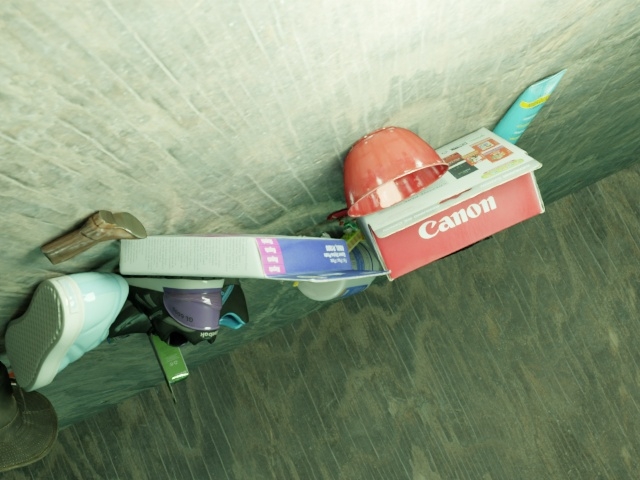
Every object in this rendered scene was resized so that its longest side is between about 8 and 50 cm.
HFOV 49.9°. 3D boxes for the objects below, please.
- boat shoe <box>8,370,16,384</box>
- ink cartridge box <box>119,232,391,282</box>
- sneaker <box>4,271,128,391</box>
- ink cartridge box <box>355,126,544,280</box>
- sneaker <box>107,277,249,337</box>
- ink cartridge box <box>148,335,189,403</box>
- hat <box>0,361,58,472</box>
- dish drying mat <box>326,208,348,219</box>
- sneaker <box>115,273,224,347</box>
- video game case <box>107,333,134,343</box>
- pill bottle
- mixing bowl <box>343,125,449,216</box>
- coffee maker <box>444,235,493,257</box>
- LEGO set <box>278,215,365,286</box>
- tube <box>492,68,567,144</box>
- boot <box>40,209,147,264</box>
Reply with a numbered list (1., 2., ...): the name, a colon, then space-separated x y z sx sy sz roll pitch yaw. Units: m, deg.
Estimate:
1. boat shoe: -0.652 0.288 1.578 0.137 0.049 0.043 -18 126 -21
2. ink cartridge box: -0.091 0.023 1.113 0.330 0.072 0.324 0 180 24
3. sneaker: -0.435 0.162 1.197 0.150 0.135 0.366 -11 164 -42
4. ink cartridge box: 0.229 -0.063 1.266 0.309 0.130 0.272 -24 -157 1
5. sneaker: -0.298 0.156 1.458 0.340 0.140 0.125 -15 168 -37
6. ink cartridge box: -0.418 0.349 1.937 0.062 0.209 0.109 -20 169 -20
7. hat: -0.634 0.292 1.252 0.331 0.134 0.331 9 -165 -3
8. dish drying mat: 0.055 -0.063 1.533 0.083 0.008 0.032 -19 167 -27
9. sneaker: -0.271 0.117 1.170 0.107 0.124 0.283 0 180 -41
10. video game case: -0.453 0.213 1.727 0.166 0.015 0.119 -21 169 -21
11. pill bottle: 0.053 0.072 1.801 0.152 0.152 0.272 -29 169 23
12. mixing bowl: 0.106 -0.121 1.120 0.181 0.098 0.181 -24 169 -5
13. coffee maker: 0.288 -0.054 1.635 0.171 0.178 0.120 -13 166 -39
14. LEGO set: 0.000 0.000 1.577 0.287 0.107 0.132 -31 -157 8
15. tube: 0.383 -0.247 1.288 0.080 0.052 0.207 -32 166 -18
16. boot: -0.312 0.002 0.949 0.114 0.037 0.106 -31 155 17
